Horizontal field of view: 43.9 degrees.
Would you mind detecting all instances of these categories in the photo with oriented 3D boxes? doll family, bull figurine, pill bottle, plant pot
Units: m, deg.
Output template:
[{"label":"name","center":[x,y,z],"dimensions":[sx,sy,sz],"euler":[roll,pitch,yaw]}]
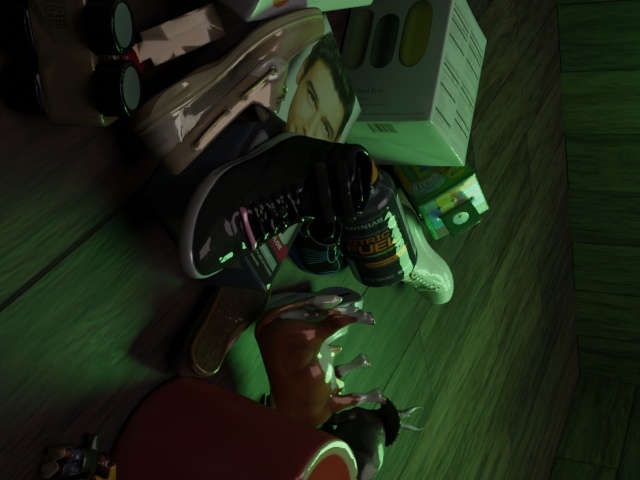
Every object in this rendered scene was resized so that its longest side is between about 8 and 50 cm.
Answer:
[{"label":"doll family","center":[-0.265,0.319,0.890],"dimensions":[0.111,0.076,0.193],"euler":[38,66,-62]},{"label":"bull figurine","center":[-0.009,0.204,1.197],"dimensions":[0.310,0.188,0.101],"euler":[82,-14,-44]},{"label":"pill bottle","center":[0.084,-0.040,1.407],"dimensions":[0.130,0.130,0.245],"euler":[-62,143,-35]},{"label":"plant pot","center":[-0.099,0.327,1.011],"dimensions":[0.275,0.243,0.275],"euler":[-13,105,-60]}]

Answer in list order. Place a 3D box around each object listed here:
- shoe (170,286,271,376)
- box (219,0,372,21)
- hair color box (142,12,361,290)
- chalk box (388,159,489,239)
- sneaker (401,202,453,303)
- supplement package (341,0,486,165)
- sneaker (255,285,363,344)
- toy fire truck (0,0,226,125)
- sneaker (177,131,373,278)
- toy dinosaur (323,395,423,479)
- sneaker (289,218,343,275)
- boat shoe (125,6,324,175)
[{"label":"shoe","center":[-0.139,0.110,1.110],"dimensions":[0.076,0.058,0.219],"euler":[49,40,-12]},{"label":"box","center":[-0.018,-0.433,1.034],"dimensions":[0.345,0.168,0.215],"euler":[-33,159,-56]},{"label":"hair color box","center":[-0.078,-0.133,1.117],"dimensions":[0.374,0.114,0.185],"euler":[-64,145,-34]},{"label":"chalk box","center":[0.239,-0.103,1.573],"dimensions":[0.132,0.132,0.213],"euler":[54,6,-50]},{"label":"sneaker","center":[0.181,0.060,1.641],"dimensions":[0.290,0.106,0.123],"euler":[53,50,-35]},{"label":"supplement package","center":[0.161,-0.293,1.437],"dimensions":[0.198,0.199,0.262],"euler":[35,64,-57]},{"label":"sneaker","center":[-0.015,0.138,1.296],"dimensions":[0.258,0.094,0.091],"euler":[-2,113,-54]},{"label":"toy fire truck","center":[-0.212,-0.254,0.852],"dimensions":[0.246,0.158,0.217],"euler":[-70,160,-65]},{"label":"sneaker","center":[-0.038,-0.047,0.935],"dimensions":[0.296,0.147,0.104],"euler":[-46,134,-46]},{"label":"toy dinosaur","center":[0.050,0.366,1.374],"dimensions":[0.313,0.160,0.121],"euler":[-53,137,-46]},{"label":"sneaker","center":[0.000,0.000,1.300],"dimensions":[0.232,0.090,0.081],"euler":[42,58,-55]},{"label":"boat shoe","center":[-0.095,-0.188,0.977],"dimensions":[0.302,0.109,0.098],"euler":[-41,101,-30]}]
